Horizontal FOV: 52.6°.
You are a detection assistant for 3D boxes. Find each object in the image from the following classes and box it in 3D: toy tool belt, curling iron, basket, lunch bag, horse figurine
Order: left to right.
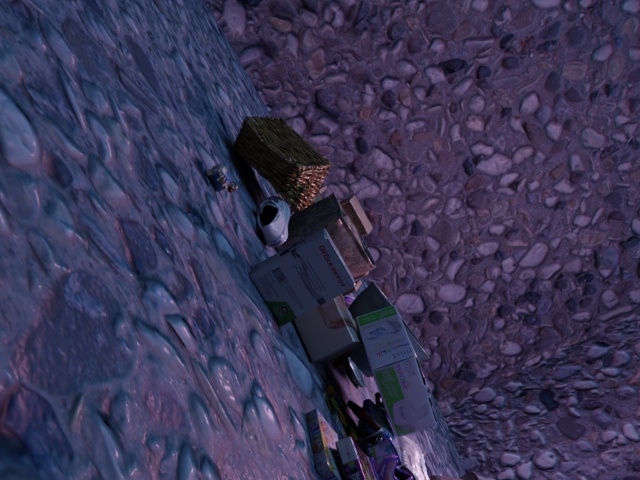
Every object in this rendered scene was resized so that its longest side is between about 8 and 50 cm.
[{"bbox_3d":[-0.253,-0.148,1.637,0.083,0.052,0.051,57,40,-15],"label":"toy tool belt"},{"bbox_3d":[-0.155,-0.233,2.095,0.299,0.223,0.214,45,33,24],"label":"basket"},{"bbox_3d":[0.018,0.032,2.068,0.287,0.235,0.168,58,9,-33],"label":"lunch bag"},{"bbox_3d":[0.049,0.236,1.899,0.174,0.066,0.263,-46,-124,57],"label":"horse figurine"},{"bbox_3d":[0.103,0.464,1.680,0.035,0.068,0.274,63,-5,-11],"label":"curling iron"},{"bbox_3d":[0.153,0.524,1.755,0.128,0.096,0.151,-98,169,-69],"label":"lunch bag"}]

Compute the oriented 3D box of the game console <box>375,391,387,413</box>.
[{"bbox_3d":[0.228,0.610,2.289,0.107,0.071,0.122,31,11,-5],"label":"game console"}]

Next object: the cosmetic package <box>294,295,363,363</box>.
[{"bbox_3d":[-0.012,0.174,1.763,0.296,0.129,0.153,65,5,16],"label":"cosmetic package"}]

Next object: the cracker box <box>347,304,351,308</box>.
[{"bbox_3d":[0.150,0.371,2.399,0.155,0.067,0.232,53,13,-47],"label":"cracker box"}]

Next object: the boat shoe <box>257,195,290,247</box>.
[{"bbox_3d":[-0.143,-0.080,1.928,0.258,0.095,0.084,-108,172,-59],"label":"boat shoe"}]

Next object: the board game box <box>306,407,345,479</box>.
[{"bbox_3d":[0.015,0.443,1.362,0.103,0.026,0.154,58,8,-32],"label":"board game box"}]

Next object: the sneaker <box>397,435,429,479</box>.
[{"bbox_3d":[0.266,0.692,1.998,0.095,0.090,0.235,31,20,-37],"label":"sneaker"}]

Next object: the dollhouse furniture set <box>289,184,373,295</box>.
[{"bbox_3d":[0.000,0.000,2.428,0.362,0.257,0.394,60,29,-9],"label":"dollhouse furniture set"}]

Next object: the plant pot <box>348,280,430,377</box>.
[{"bbox_3d":[0.174,0.301,2.012,0.293,0.196,0.293,52,3,-5],"label":"plant pot"}]

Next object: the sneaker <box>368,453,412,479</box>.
[{"bbox_3d":[0.193,0.632,1.605,0.236,0.105,0.095,63,6,-1],"label":"sneaker"}]

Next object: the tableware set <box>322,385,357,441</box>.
[{"bbox_3d":[0.054,0.443,1.648,0.154,0.024,0.104,62,7,6],"label":"tableware set"}]

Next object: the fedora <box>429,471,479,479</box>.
[{"bbox_3d":[0.378,0.806,1.977,0.124,0.243,0.275,32,22,-7],"label":"fedora"}]

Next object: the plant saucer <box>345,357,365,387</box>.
[{"bbox_3d":[0.107,0.424,2.093,0.119,0.021,0.119,60,8,-14],"label":"plant saucer"}]

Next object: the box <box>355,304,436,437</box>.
[{"bbox_3d":[0.207,0.352,1.759,0.231,0.127,0.261,-104,176,-59],"label":"box"}]

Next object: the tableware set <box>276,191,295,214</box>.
[{"bbox_3d":[-0.139,-0.170,2.580,0.168,0.020,0.141,59,8,-22],"label":"tableware set"}]

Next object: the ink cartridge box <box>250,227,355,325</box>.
[{"bbox_3d":[-0.041,0.086,1.567,0.153,0.209,0.087,61,7,-14],"label":"ink cartridge box"}]

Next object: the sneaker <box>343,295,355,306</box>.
[{"bbox_3d":[0.133,0.298,2.571,0.169,0.068,0.071,63,13,3],"label":"sneaker"}]

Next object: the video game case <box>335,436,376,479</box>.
[{"bbox_3d":[0.101,0.548,1.387,0.232,0.042,0.210,65,4,-58],"label":"video game case"}]
